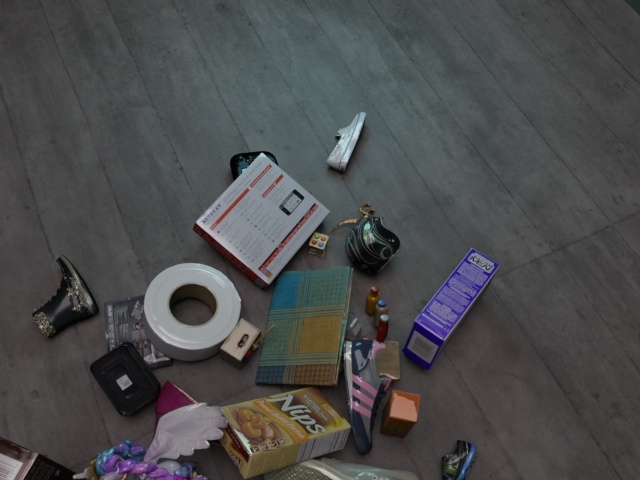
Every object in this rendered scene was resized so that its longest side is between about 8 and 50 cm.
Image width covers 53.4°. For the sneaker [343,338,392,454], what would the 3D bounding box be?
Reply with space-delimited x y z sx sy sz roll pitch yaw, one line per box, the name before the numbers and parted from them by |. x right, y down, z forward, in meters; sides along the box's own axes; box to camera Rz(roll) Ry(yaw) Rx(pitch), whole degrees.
sneaker | 0.139 0.434 1.773 0.131 0.112 0.318 -6 89 3

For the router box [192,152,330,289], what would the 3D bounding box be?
router box | -0.185 -0.065 2.051 0.301 0.082 0.335 41 66 -2

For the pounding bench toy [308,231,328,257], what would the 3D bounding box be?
pounding bench toy | 0.000 0.000 2.093 0.052 0.065 0.083 19 62 9

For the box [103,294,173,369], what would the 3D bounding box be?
box | -0.553 0.282 1.932 0.183 0.056 0.231 -11 62 -8

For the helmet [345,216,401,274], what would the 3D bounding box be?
helmet | 0.159 0.010 2.036 0.161 0.169 0.169 42 67 2

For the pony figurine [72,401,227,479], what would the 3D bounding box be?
pony figurine | -0.392 0.590 1.587 0.351 0.363 0.302 -5 61 -4

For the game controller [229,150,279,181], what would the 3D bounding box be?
game controller | -0.206 -0.174 2.186 0.167 0.067 0.319 -13 63 -8

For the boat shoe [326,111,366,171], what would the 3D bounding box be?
boat shoe | 0.093 -0.366 2.282 0.084 0.095 0.258 20 61 5

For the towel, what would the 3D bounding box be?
towel | -0.044 0.256 1.912 0.272 0.040 0.370 -5 59 26

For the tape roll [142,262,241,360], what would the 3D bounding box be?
tape roll | -0.385 0.212 1.911 0.286 0.100 0.286 8 56 -13

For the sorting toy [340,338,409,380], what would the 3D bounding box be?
sorting toy | 0.156 0.361 1.892 0.275 0.046 0.132 4 46 0

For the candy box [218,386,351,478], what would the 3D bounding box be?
candy box | -0.100 0.499 1.690 0.317 0.087 0.183 -4 31 -36

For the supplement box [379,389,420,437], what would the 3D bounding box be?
supplement box | 0.214 0.476 1.735 0.078 0.233 0.080 10 65 4

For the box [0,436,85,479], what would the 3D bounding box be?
box | -0.730 0.620 1.556 0.143 0.381 0.191 20 63 7

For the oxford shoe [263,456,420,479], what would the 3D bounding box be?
oxford shoe | 0.069 0.656 1.703 0.450 0.169 0.130 7 20 12

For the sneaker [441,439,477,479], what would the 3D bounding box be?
sneaker | 0.362 0.635 1.755 0.078 0.067 0.188 21 62 35

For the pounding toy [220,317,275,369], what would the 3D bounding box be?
pounding toy | -0.215 0.300 1.883 0.100 0.130 0.141 31 65 7

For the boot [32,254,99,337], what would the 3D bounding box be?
boot | -0.816 0.171 1.974 0.179 0.085 0.236 -32 67 -15

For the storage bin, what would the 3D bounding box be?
storage bin | -0.552 0.391 1.809 0.122 0.084 0.180 -34 92 -7

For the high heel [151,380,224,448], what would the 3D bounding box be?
high heel | -0.282 0.489 1.780 0.378 0.127 0.181 4 65 2

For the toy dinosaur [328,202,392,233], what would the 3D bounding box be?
toy dinosaur | 0.142 -0.066 2.134 0.212 0.064 0.112 11 62 5

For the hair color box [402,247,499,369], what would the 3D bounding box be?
hair color box | 0.387 0.200 1.891 0.110 0.185 0.339 35 56 18

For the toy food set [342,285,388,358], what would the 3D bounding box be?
toy food set | 0.141 0.249 1.894 0.111 0.104 0.232 23 46 21
